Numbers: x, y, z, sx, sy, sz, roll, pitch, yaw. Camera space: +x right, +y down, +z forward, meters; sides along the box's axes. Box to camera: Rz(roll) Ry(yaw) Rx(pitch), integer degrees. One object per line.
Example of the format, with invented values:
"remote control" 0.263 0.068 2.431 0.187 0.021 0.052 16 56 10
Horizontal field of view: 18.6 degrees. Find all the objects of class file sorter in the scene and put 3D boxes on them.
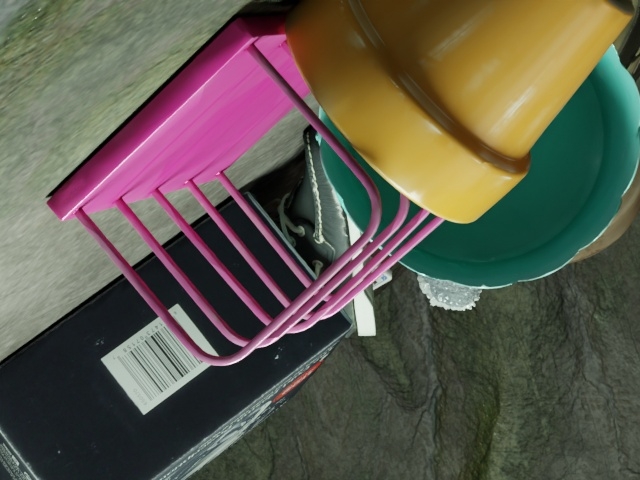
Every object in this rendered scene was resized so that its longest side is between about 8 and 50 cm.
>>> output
"file sorter" -0.023 -0.041 1.488 0.202 0.182 0.291 -42 173 20

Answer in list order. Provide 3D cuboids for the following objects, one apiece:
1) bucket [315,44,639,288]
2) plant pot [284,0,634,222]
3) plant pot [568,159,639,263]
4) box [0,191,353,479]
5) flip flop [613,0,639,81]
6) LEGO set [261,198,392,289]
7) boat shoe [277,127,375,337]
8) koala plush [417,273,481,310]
"bucket" 0.140 -0.091 1.728 0.281 0.281 0.183 -40 177 5
"plant pot" 0.112 -0.148 1.387 0.188 0.205 0.205 -40 173 22
"plant pot" 0.252 -0.132 2.251 0.263 0.263 0.229 -38 156 -12
"box" -0.175 0.154 1.984 0.343 0.179 0.312 -36 174 -19
"flip flop" 0.317 -0.261 2.073 0.112 0.080 0.277 -16 125 -57
"LEGO set" 0.048 -0.037 2.050 0.244 0.182 0.060 -32 -140 32
"boat shoe" 0.000 0.000 1.971 0.091 0.114 0.302 -7 135 3
"koala plush" 0.118 -0.029 2.160 0.203 0.221 0.196 -36 173 -28
